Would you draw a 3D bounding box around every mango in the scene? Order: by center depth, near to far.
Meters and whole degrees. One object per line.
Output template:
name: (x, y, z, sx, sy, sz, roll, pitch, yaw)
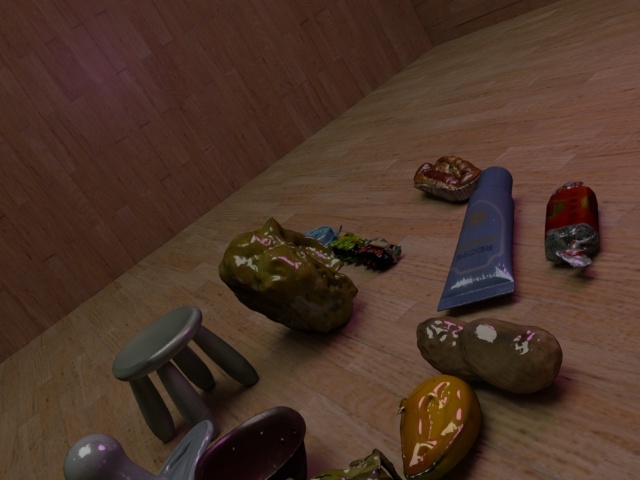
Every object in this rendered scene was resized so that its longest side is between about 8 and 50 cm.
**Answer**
mango: (0.147, 0.232, 0.759, 0.101, 0.066, 0.187, -11, 19, 26)

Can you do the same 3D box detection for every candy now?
candy: (0.417, -0.030, 1.015, 0.086, 0.059, 0.292, -17, 24, 31)

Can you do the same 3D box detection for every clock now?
clock: (0.001, 0.001, 1.647, 0.147, 0.045, 0.108, -17, 25, 39)

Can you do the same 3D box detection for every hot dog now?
hot dog: (0.312, -0.150, 1.483, 0.131, 0.069, 0.253, -33, 19, -4)

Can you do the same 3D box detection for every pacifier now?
pacifier: (-0.269, 0.364, 0.882, 0.238, 0.226, 0.287, -46, 11, 23)

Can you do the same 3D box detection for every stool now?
stool: (-0.268, 0.260, 1.180, 0.195, 0.199, 0.195, -16, 22, 39)

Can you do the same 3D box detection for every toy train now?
toy train: (0.101, 0.022, 1.413, 0.085, 0.053, 0.249, -33, 17, -19)

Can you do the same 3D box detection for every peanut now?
peanut: (0.217, 0.147, 0.817, 0.086, 0.104, 0.228, -50, 22, -26)

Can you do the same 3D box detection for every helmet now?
helmet: (-0.078, 0.322, 0.844, 0.155, 0.106, 0.175, -14, 21, 21)

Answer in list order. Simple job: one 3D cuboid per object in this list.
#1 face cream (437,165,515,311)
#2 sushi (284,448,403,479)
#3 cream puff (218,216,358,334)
face cream: (0.306, -0.014, 1.127, 0.135, 0.086, 0.385, -20, 26, 33)
sushi: (-0.026, 0.343, 0.667, 0.291, 0.139, 0.131, -32, 26, -3)
cream puff: (-0.055, 0.062, 1.220, 0.281, 0.282, 0.185, -8, 49, 52)
